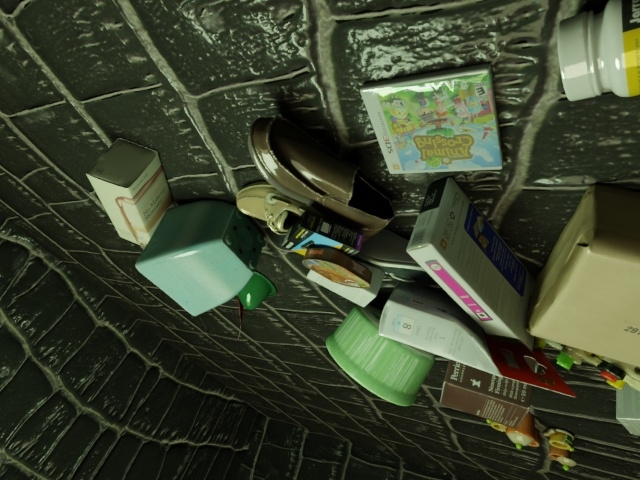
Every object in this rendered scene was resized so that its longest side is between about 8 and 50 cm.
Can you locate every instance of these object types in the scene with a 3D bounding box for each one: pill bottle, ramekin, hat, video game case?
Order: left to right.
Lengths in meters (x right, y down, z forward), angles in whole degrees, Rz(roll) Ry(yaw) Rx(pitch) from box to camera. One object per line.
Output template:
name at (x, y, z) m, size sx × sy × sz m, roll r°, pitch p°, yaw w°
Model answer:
hat at (-0.267, 0.225, 1.516) m, size 0.173 × 0.183 × 0.208 m, roll -5°, pitch 136°, yaw 39°
ramekin at (0.181, 0.315, 1.247) m, size 0.304 × 0.148 × 0.303 m, roll 32°, pitch -173°, yaw -4°
video game case at (0.194, -0.197, 0.744) m, size 0.213 × 0.023 × 0.193 m, roll 3°, pitch 141°, yaw 32°
pill bottle at (0.387, -0.229, 0.473) m, size 0.209 × 0.119 × 0.119 m, roll -4°, pitch 136°, yaw 38°

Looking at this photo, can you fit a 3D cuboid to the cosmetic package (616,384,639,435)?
cosmetic package at (0.853, 0.394, 1.023) m, size 0.107 × 0.127 × 0.238 m, roll 42°, pitch 146°, yaw -22°

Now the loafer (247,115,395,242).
loafer at (0.020, -0.135, 0.875) m, size 0.366 × 0.133 × 0.130 m, roll 34°, pitch 145°, yaw -30°

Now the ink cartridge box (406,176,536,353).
ink cartridge box at (0.327, 0.059, 0.871) m, size 0.371 × 0.175 × 0.069 m, roll 41°, pitch 144°, yaw -22°

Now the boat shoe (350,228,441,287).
boat shoe at (0.191, 0.049, 1.011) m, size 0.303 × 0.114 × 0.091 m, roll 15°, pitch 140°, yaw 19°

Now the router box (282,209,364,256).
router box at (0.000, 0.000, 0.940) m, size 0.133 × 0.046 × 0.179 m, roll 22°, pitch 161°, yaw -10°

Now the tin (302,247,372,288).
tin at (0.041, 0.062, 0.952) m, size 0.106 × 0.040 × 0.190 m, roll 5°, pitch 160°, yaw 40°

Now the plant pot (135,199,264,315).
plant pot at (-0.309, 0.029, 1.236) m, size 0.253 × 0.247 × 0.247 m, roll -18°, pitch 129°, yaw 25°

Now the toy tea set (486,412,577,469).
toy tea set at (0.783, 0.737, 1.557) m, size 0.336 × 0.124 × 0.200 m, roll 25°, pitch 148°, yaw 3°

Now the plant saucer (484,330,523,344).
plant saucer at (0.454, 0.279, 1.215) m, size 0.188 × 0.045 × 0.188 m, roll 32°, pitch 148°, yaw -9°

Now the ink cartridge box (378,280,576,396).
ink cartridge box at (0.343, 0.198, 0.980) m, size 0.386 × 0.091 × 0.308 m, roll 15°, pitch -173°, yaw 14°

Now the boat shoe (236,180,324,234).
boat shoe at (-0.090, -0.070, 1.054) m, size 0.303 × 0.098 × 0.109 m, roll 10°, pitch 144°, yaw 24°

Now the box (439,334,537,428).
box at (0.441, 0.364, 1.142) m, size 0.203 × 0.168 × 0.167 m, roll 13°, pitch 145°, yaw 20°

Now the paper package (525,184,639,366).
paper package at (0.575, 0.083, 0.739) m, size 0.325 × 0.168 × 0.309 m, roll 16°, pitch 146°, yaw 18°

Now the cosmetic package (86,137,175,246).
cosmetic package at (-0.526, -0.124, 1.240) m, size 0.129 × 0.153 × 0.296 m, roll 20°, pitch 149°, yaw 8°

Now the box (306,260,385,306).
box at (0.074, 0.067, 1.104) m, size 0.171 × 0.130 × 0.091 m, roll 28°, pitch 149°, yaw -1°

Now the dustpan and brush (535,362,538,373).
dustpan and brush at (0.590, 0.398, 1.289) m, size 0.147 × 0.060 × 0.211 m, roll -14°, pitch 124°, yaw 33°

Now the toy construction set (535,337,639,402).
toy construction set at (0.651, 0.263, 0.927) m, size 0.328 × 0.151 × 0.215 m, roll 16°, pitch 173°, yaw 14°
